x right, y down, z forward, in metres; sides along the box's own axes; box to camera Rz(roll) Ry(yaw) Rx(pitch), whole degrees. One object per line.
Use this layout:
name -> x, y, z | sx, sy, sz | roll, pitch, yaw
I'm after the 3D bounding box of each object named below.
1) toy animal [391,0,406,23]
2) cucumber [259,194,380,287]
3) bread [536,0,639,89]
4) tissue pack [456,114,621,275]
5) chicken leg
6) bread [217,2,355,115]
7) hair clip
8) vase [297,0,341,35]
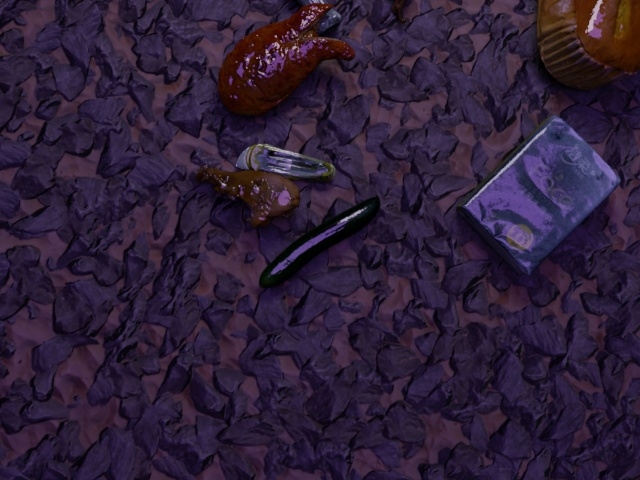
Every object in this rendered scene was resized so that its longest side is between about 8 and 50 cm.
toy animal -> 0.156, -0.541, 1.375 | 0.057, 0.099, 0.241 | -2, 85, -3
cucumber -> 0.000, 0.000, 1.345 | 0.284, 0.056, 0.056 | -35, 88, -6
bread -> 0.532, -0.441, 1.346 | 0.204, 0.156, 0.288 | 15, 80, -19
tissue pack -> 0.412, -0.085, 1.362 | 0.257, 0.081, 0.185 | -44, 89, -4
chicken leg -> -0.139, -0.087, 1.335 | 0.208, 0.085, 0.101 | 17, 99, 7
bread -> -0.075, -0.336, 1.329 | 0.269, 0.095, 0.139 | -30, 98, 11
hair clip -> -0.063, -0.147, 1.363 | 0.189, 0.033, 0.060 | 11, 83, 0
vase -> -0.020, -0.468, 1.373 | 0.081, 0.081, 0.148 | -32, 92, -5
